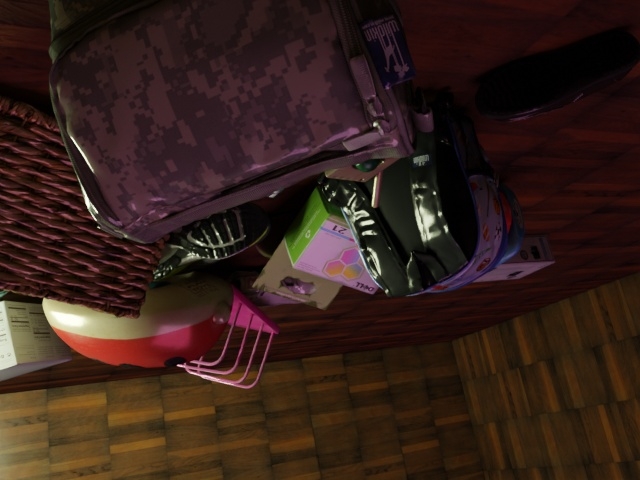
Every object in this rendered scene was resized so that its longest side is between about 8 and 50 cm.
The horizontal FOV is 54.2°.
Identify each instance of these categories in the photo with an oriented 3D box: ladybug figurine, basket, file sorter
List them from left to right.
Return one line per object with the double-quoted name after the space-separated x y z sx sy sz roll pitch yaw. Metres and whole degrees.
-0.366 -0.050 0.847 0.299 0.223 0.213 20 -179 -37 "basket"
-0.364 0.156 1.273 0.449 0.162 0.305 1 -169 34 "ladybug figurine"
-0.265 0.229 1.518 0.202 0.182 0.291 6 155 24 "file sorter"

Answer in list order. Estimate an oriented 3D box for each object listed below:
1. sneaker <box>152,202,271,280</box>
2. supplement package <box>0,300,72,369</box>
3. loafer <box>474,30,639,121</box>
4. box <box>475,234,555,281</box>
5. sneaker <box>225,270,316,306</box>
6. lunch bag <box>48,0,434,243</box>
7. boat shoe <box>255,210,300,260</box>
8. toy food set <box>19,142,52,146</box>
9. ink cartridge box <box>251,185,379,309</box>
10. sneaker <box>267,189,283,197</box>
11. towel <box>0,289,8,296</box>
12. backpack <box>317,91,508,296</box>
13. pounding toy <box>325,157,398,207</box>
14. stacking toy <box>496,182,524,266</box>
-0.213 -0.004 1.198 0.300 0.111 0.121 -16 175 29 "sneaker"
-0.745 0.243 1.456 0.204 0.145 0.262 -17 170 1 "supplement package"
0.328 -0.212 0.870 0.220 0.080 0.078 -15 161 14 "loafer"
0.490 0.054 1.769 0.290 0.087 0.169 -3 161 -24 "box"
-0.119 0.113 1.568 0.292 0.108 0.169 -23 162 37 "sneaker"
-0.071 -0.150 0.545 0.305 0.256 0.212 -18 161 20 "lunch bag"
0.000 0.000 1.298 0.302 0.109 0.098 -8 162 -26 "boat shoe"
-0.347 -0.118 0.859 0.192 0.038 0.132 4 154 -10 "toy food set"
0.016 0.048 1.173 0.189 0.097 0.255 20 118 -29 "ink cartridge box"
-0.078 -0.142 0.900 0.098 0.083 0.224 16 151 -12 "sneaker"
-0.855 0.142 1.344 0.271 0.040 0.370 6 156 -40 "towel"
0.163 -0.046 0.988 0.213 0.263 0.276 7 154 -43 "backpack"
0.065 -0.136 0.855 0.100 0.141 0.130 2 158 -36 "pounding toy"
0.243 -0.055 1.245 0.302 0.175 0.166 17 144 -28 "stacking toy"
